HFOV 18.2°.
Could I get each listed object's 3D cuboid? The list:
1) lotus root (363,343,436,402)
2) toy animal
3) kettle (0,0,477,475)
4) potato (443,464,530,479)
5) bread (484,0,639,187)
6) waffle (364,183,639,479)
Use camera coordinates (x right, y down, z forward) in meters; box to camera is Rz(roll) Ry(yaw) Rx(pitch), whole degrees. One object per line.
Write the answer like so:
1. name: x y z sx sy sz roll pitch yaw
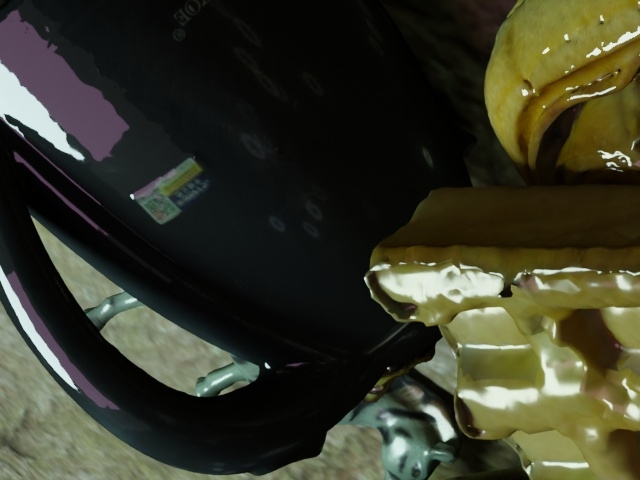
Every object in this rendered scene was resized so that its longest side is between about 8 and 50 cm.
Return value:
1. lotus root: 0.000 0.000 1.170 0.190 0.094 0.108 52 166 -3
2. toy animal: -0.036 0.082 1.318 0.255 0.090 0.170 41 131 -19
3. kettle: -0.056 -0.029 1.021 0.290 0.268 0.207 48 154 -14
4. potato: 0.097 0.277 1.252 0.285 0.242 0.242 -16 120 33
5. bread: 0.181 -0.061 0.865 0.198 0.120 0.236 46 149 -11
6. waffle: 0.213 0.115 0.866 0.304 0.077 0.348 -1 130 46
